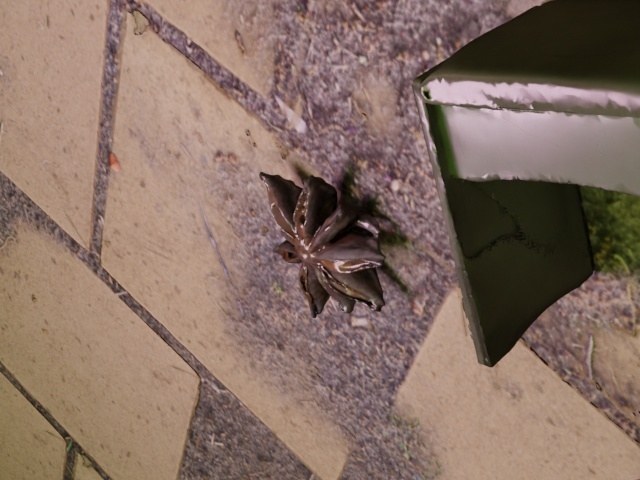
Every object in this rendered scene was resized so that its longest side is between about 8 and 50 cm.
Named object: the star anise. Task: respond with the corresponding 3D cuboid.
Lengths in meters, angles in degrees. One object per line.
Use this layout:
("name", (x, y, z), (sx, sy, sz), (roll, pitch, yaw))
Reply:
("star anise", (0.000, 0.000, 1.359), (0.195, 0.065, 0.182), (51, 150, 0))

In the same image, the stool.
("stool", (0.236, -0.032, 0.960), (0.243, 0.170, 0.270), (13, 127, 45))

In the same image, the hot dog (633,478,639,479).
("hot dog", (0.319, 0.284, 1.205), (0.099, 0.065, 0.147), (35, 151, 26))
